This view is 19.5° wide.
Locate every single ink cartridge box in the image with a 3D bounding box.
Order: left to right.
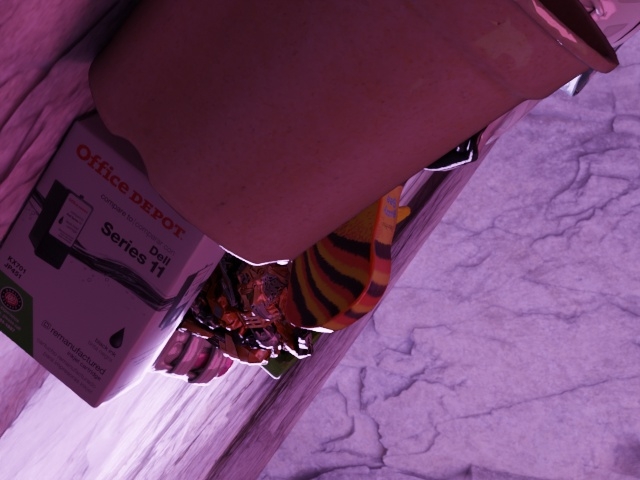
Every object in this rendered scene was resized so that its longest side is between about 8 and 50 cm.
[{"bbox_3d":[-0.178,0.012,1.573,0.208,0.153,0.087,-57,169,24],"label":"ink cartridge box"}]

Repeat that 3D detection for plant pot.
[{"bbox_3d":[0.001,-0.157,1.420,0.305,0.334,0.334,-42,174,15],"label":"plant pot"}]

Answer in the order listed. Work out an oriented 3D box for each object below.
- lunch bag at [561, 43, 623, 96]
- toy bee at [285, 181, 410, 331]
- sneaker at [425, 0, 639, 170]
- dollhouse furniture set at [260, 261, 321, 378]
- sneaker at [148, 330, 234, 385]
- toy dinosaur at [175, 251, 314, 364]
[{"bbox_3d":[0.320,-0.344,2.400,0.262,0.223,0.160,-55,168,30],"label":"lunch bag"},{"bbox_3d":[0.039,-0.063,1.799,0.195,0.162,0.298,-36,118,-66],"label":"toy bee"},{"bbox_3d":[0.259,-0.227,2.222,0.447,0.169,0.257,-47,-176,38],"label":"sneaker"},{"bbox_3d":[0.000,0.000,2.405,0.301,0.151,0.197,-43,167,-45],"label":"dollhouse furniture set"},{"bbox_3d":[-0.157,0.119,2.228,0.103,0.111,0.252,-55,170,19],"label":"sneaker"},{"bbox_3d":[-0.098,0.067,1.956,0.164,0.218,0.322,-44,165,-35],"label":"toy dinosaur"}]
